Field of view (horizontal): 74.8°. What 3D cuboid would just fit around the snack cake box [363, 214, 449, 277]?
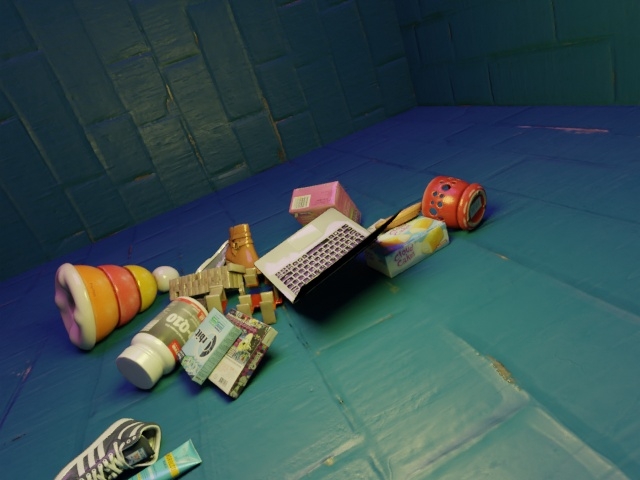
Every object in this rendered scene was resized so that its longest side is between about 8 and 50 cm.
[{"bbox_3d":[0.300,0.015,1.479,0.264,0.089,0.152,-28,25,-18],"label":"snack cake box"}]

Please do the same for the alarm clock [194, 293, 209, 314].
[{"bbox_3d":[-0.484,0.281,1.571,0.129,0.064,0.192,1,34,39],"label":"alarm clock"}]

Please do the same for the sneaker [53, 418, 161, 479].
[{"bbox_3d":[-0.493,0.533,0.972,0.153,0.099,0.282,-11,22,26],"label":"sneaker"}]

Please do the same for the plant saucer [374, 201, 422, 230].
[{"bbox_3d":[0.301,-0.085,1.594,0.199,0.037,0.200,-27,0,0],"label":"plant saucer"}]

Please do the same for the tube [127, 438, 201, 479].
[{"bbox_3d":[-0.378,0.537,0.946,0.207,0.052,0.080,-26,34,-27],"label":"tube"}]

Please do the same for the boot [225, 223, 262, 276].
[{"bbox_3d":[-0.292,0.042,1.730,0.108,0.221,0.283,6,-7,-43],"label":"boot"}]

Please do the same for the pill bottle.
[{"bbox_3d":[-0.499,0.325,1.355,0.161,0.162,0.283,-6,27,29],"label":"pill bottle"}]

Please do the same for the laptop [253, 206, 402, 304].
[{"bbox_3d":[0.000,0.000,1.369,0.381,0.237,0.407,-36,47,-18],"label":"laptop"}]

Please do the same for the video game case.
[{"bbox_3d":[-0.255,0.320,1.227,0.232,0.042,0.210,8,60,49],"label":"video game case"}]

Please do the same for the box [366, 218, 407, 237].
[{"bbox_3d":[0.271,-0.032,1.672,0.145,0.038,0.186,-36,27,-31],"label":"box"}]

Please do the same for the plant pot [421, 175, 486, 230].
[{"bbox_3d":[0.493,-0.128,1.526,0.191,0.191,0.174,-34,36,-30],"label":"plant pot"}]

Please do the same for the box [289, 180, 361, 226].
[{"bbox_3d":[0.024,-0.118,1.776,0.213,0.243,0.118,-6,58,28],"label":"box"}]

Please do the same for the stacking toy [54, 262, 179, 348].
[{"bbox_3d":[-0.821,0.223,1.779,0.350,0.352,0.479,5,15,45],"label":"stacking toy"}]

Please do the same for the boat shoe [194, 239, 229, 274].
[{"bbox_3d":[-0.425,0.095,1.870,0.099,0.116,0.319,32,47,9],"label":"boat shoe"}]

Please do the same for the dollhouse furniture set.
[{"bbox_3d":[-0.263,0.219,1.491,0.258,0.135,0.262,-8,24,0],"label":"dollhouse furniture set"}]

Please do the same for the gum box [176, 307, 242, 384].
[{"bbox_3d":[-0.334,0.307,1.244,0.184,0.041,0.156,-53,36,-13],"label":"gum box"}]

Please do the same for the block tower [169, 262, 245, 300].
[{"bbox_3d":[-0.459,0.175,1.671,0.335,0.097,0.091,-16,-16,24],"label":"block tower"}]
